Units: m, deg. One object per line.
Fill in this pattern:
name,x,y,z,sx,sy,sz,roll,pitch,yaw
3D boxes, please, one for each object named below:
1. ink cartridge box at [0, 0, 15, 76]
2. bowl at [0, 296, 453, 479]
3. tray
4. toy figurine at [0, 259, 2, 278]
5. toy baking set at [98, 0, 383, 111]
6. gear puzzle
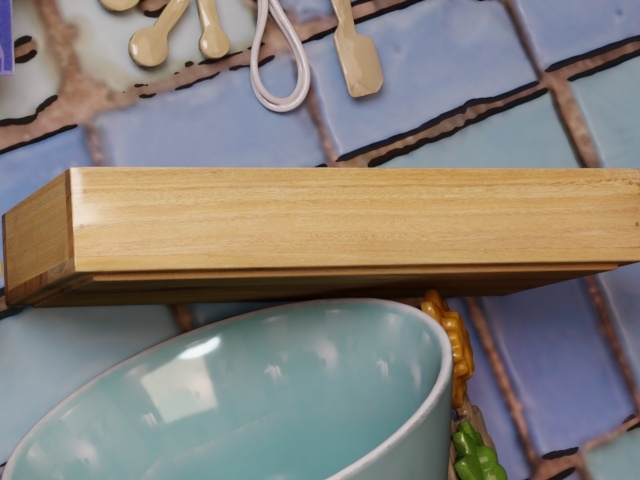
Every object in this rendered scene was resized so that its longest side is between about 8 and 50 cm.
ink cartridge box,-0.360,-0.190,1.193,0.333,0.065,0.165,-2,84,-19
bowl,-0.040,0.180,1.236,0.311,0.311,0.163,-27,111,-23
tray,0.000,0.000,1.308,0.411,0.203,0.076,0,82,-22
toy figurine,-0.337,0.043,1.196,0.213,0.148,0.209,38,70,-11
toy baking set,-0.062,-0.206,1.416,0.256,0.030,0.196,16,78,-19
gear puzzle,0.135,0.195,1.344,0.044,0.175,0.339,-16,91,14
